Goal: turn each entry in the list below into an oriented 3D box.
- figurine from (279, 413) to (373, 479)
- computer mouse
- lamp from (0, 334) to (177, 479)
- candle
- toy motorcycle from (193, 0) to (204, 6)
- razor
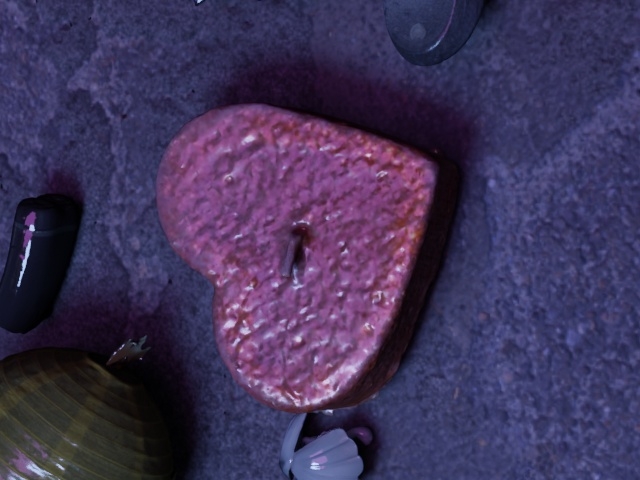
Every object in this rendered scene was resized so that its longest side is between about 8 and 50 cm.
[{"bbox_3d":[0.003,0.220,1.782,0.086,0.082,0.094,13,111,4],"label":"figurine"},{"bbox_3d":[0.109,-0.275,1.690,0.113,0.068,0.229,-4,83,36],"label":"computer mouse"},{"bbox_3d":[-0.258,0.203,1.788,0.250,0.250,0.284,36,102,16],"label":"lamp"},{"bbox_3d":[0.000,0.000,1.714,0.287,0.131,0.317,-25,81,15],"label":"candle"},{"bbox_3d":[-0.124,-0.399,1.710,0.212,0.125,0.359,-15,108,22],"label":"toy motorcycle"},{"bbox_3d":[-0.303,0.025,1.875,0.054,0.090,0.148,23,105,18],"label":"razor"}]
